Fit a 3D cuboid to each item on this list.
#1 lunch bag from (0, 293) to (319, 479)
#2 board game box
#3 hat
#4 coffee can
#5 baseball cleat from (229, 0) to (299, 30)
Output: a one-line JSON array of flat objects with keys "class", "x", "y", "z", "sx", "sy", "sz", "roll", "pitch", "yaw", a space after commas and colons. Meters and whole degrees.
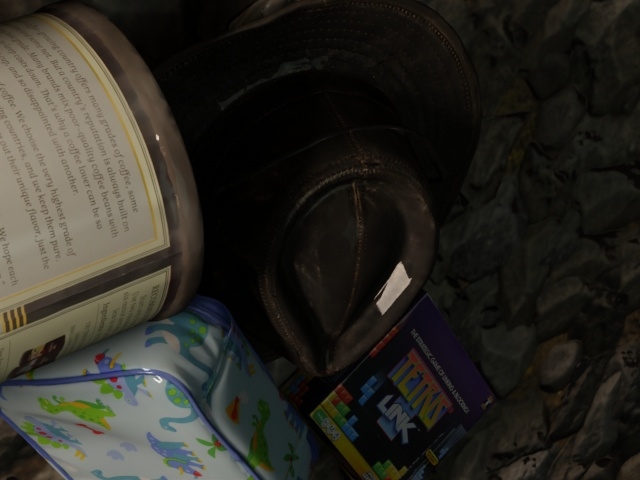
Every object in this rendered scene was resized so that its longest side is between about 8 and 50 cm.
[{"class": "lunch bag", "x": -0.115, "y": 0.123, "z": 1.090, "sx": 0.219, "sy": 0.176, "sz": 0.090, "roll": 55, "pitch": 38, "yaw": -42}, {"class": "board game box", "x": 0.061, "y": 0.131, "z": 1.328, "sx": 0.141, "sy": 0.048, "sz": 0.170, "roll": -45, "pitch": 135, "yaw": -10}, {"class": "hat", "x": 0.000, "y": 0.000, "z": 1.082, "sx": 0.331, "sy": 0.134, "sz": 0.331, "roll": -19, "pitch": 138, "yaw": -18}, {"class": "coffee can", "x": -0.234, "y": -0.003, "z": 0.891, "sx": 0.275, "sy": 0.201, "sz": 0.201, "roll": -23, "pitch": 126, "yaw": -29}, {"class": "baseball cleat", "x": 0.015, "y": -0.131, "z": 1.123, "sx": 0.206, "sy": 0.072, "sz": 0.109, "roll": -19, "pitch": 125, "yaw": -33}]
